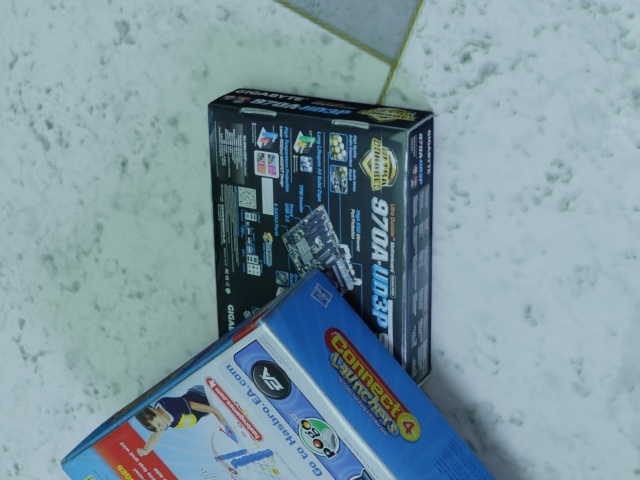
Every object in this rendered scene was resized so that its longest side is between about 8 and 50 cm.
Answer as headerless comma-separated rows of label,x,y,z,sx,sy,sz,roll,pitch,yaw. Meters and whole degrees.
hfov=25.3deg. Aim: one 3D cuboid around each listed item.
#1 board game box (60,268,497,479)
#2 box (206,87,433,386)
board game box,-0.016,0.220,1.149,0.308,0.086,0.302,50,132,-4
box,0.000,0.000,1.116,0.175,0.051,0.220,9,113,27
